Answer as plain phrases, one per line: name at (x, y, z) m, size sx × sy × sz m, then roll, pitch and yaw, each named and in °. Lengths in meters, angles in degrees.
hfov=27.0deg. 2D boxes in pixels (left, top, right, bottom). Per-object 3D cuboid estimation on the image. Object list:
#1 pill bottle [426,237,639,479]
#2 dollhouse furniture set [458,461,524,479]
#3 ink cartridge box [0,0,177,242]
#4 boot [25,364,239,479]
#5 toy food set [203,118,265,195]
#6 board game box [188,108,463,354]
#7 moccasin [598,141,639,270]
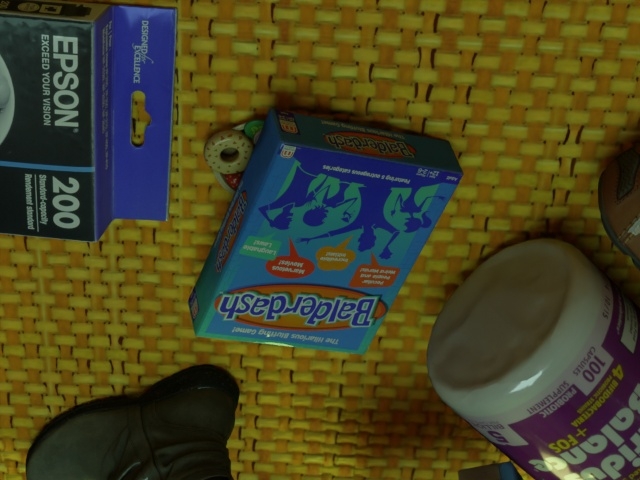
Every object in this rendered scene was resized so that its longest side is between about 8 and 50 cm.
pill bottle at (0.245, 0.148, 1.148) m, size 0.169 × 0.169 × 0.301 m, roll -36°, pitch 119°, yaw 25°
dollhouse furniture set at (0.062, 0.338, 1.199) m, size 0.286 × 0.198 × 0.303 m, roll -11°, pitch 158°, yaw 9°
ink cartridge box at (-0.220, -0.093, 1.045) m, size 0.208 × 0.045 × 0.206 m, roll 4°, pitch 127°, yaw -4°
boot at (-0.181, 0.218, 1.210) m, size 0.246 × 0.161 × 0.083 m, roll -27°, pitch 122°, yaw 20°
toy food set at (-0.048, -0.062, 1.081) m, size 0.082 × 0.020 × 0.083 m, roll -16°, pitch 125°, yaw 12°
board game box at (0.000, 0.000, 1.091) m, size 0.160 × 0.047 × 0.210 m, roll 8°, pitch 130°, yaw -23°
moccasin at (0.388, 0.044, 1.099) m, size 0.147 × 0.139 × 0.380 m, roll -30°, pitch 113°, yaw 32°
